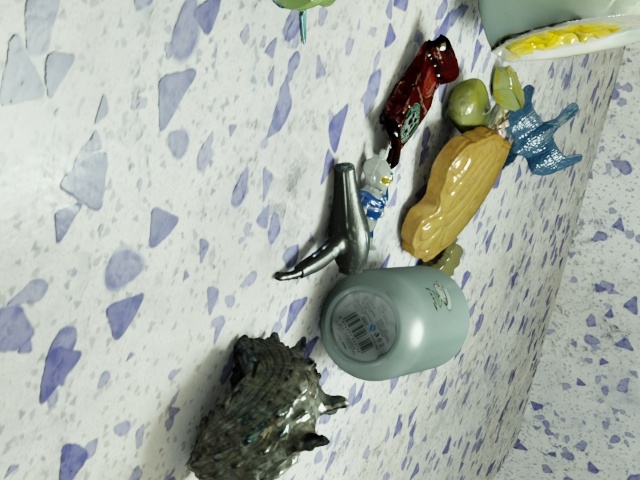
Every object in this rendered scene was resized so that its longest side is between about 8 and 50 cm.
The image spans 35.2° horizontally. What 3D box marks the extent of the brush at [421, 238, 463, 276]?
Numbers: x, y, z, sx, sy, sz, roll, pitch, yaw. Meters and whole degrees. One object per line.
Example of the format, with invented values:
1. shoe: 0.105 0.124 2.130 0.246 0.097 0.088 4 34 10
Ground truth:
1. brush: 0.299 -0.017 2.280 0.084 0.071 0.301 75 35 -50

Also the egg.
1. egg: 0.460 -0.532 1.875 0.354 0.354 0.340 -3 86 -67

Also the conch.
1. conch: -0.083 0.272 1.494 0.240 0.186 0.313 -53 -167 42

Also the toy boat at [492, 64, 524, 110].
1. toy boat: 0.429 -0.341 2.289 0.172 0.065 0.066 52 44 -54

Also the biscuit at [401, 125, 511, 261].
1. biscuit: 0.282 -0.094 2.085 0.312 0.057 0.351 -58 159 6

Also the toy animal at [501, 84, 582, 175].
1. toy animal: 0.536 -0.251 2.510 0.255 0.239 0.176 -34 -159 19

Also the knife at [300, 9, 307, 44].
1. knife: -0.022 -0.302 1.346 0.014 0.005 0.091 -52 153 -40

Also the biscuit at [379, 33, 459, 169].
1. biscuit: 0.163 -0.241 1.757 0.235 0.063 0.151 -60 156 -15

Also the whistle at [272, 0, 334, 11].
1. whistle: -0.024 -0.325 1.216 0.227 0.085 0.105 -34 138 -58

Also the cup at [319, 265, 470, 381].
1. cup: 0.135 0.149 1.840 0.312 0.205 0.205 2 107 -67

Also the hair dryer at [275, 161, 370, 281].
1. hair dryer: 0.000 0.000 1.605 0.219 0.075 0.195 -37 132 -42

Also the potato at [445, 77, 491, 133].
1. potato: 0.306 -0.264 2.050 0.105 0.085 0.188 -60 162 -9

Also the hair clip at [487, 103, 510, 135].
1. hair clip: 0.391 -0.249 2.304 0.056 0.062 0.214 61 40 -23

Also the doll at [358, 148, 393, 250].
1. doll: 0.086 -0.056 1.751 0.114 0.057 0.227 -38 145 -46
